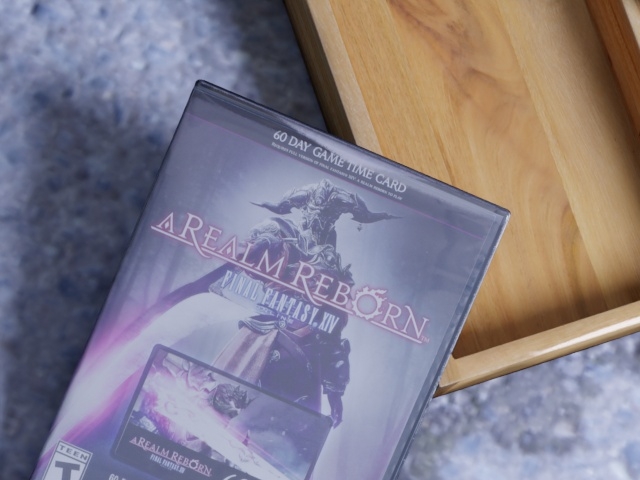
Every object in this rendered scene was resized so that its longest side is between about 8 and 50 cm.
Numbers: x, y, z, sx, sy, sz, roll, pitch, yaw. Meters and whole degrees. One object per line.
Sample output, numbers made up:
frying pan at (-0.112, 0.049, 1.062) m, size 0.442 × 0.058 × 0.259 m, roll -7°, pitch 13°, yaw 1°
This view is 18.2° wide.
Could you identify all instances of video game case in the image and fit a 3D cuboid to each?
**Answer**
video game case at (-0.034, 0.071, 1.151) m, size 0.196 × 0.026 × 0.274 m, roll 23°, pitch 96°, yaw 2°

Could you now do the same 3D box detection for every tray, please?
tray at (0.094, -0.127, 1.244) m, size 0.202 × 0.076 × 0.411 m, roll -17°, pitch 80°, yaw -11°
